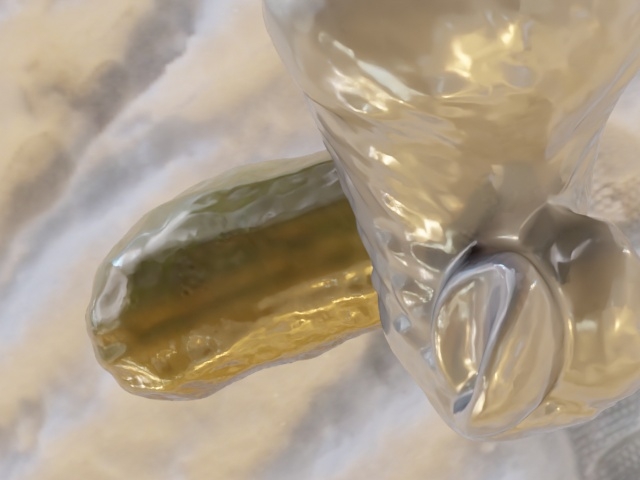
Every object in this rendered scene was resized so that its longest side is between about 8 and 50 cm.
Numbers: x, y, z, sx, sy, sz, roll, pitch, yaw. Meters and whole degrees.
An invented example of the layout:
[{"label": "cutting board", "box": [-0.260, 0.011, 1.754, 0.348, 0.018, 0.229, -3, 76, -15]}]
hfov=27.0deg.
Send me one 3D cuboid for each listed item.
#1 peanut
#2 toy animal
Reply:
[{"label": "peanut", "box": [0.000, 0.000, 0.841, 0.319, 0.147, 0.147, -24, 83, 6]}, {"label": "toy animal", "box": [0.083, -0.047, 0.635, 0.258, 0.194, 0.357, 30, 141, 57]}]
